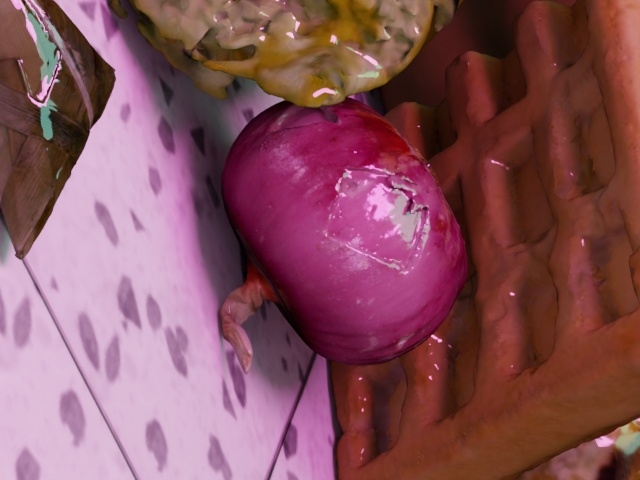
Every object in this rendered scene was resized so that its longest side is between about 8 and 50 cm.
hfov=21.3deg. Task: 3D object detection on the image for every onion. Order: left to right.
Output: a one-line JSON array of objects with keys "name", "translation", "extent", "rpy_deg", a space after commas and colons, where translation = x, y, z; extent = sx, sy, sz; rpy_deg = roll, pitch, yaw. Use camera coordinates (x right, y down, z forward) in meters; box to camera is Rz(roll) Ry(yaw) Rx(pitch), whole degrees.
[{"name": "onion", "translation": [0.009, -0.006, 1.051], "extent": [0.177, 0.153, 0.177], "rpy_deg": [-16, 90, -76]}]

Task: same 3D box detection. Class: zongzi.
[{"name": "zongzi", "translation": [-0.152, -0.069, 0.812], "extent": [0.109, 0.055, 0.119], "rpy_deg": [53, 40, -41]}]

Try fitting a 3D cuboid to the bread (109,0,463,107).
[{"name": "bread", "translation": [0.005, -0.222, 1.082], "extent": [0.208, 0.251, 0.376], "rpy_deg": [-64, 177, 25]}]

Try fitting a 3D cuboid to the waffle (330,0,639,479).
[{"name": "waffle", "translation": [0.122, 0.009, 1.104], "extent": [0.077, 0.348, 0.304], "rpy_deg": [18, 55, -32]}]

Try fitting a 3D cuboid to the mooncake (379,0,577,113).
[{"name": "mooncake", "translation": [0.267, -0.175, 1.438], "extent": [0.467, 0.467, 0.262], "rpy_deg": [43, 41, -56]}]

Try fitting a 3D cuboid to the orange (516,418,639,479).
[{"name": "orange", "translation": [0.190, 0.156, 1.283], "extent": [0.210, 0.271, 0.368], "rpy_deg": [41, 2, 29]}]
